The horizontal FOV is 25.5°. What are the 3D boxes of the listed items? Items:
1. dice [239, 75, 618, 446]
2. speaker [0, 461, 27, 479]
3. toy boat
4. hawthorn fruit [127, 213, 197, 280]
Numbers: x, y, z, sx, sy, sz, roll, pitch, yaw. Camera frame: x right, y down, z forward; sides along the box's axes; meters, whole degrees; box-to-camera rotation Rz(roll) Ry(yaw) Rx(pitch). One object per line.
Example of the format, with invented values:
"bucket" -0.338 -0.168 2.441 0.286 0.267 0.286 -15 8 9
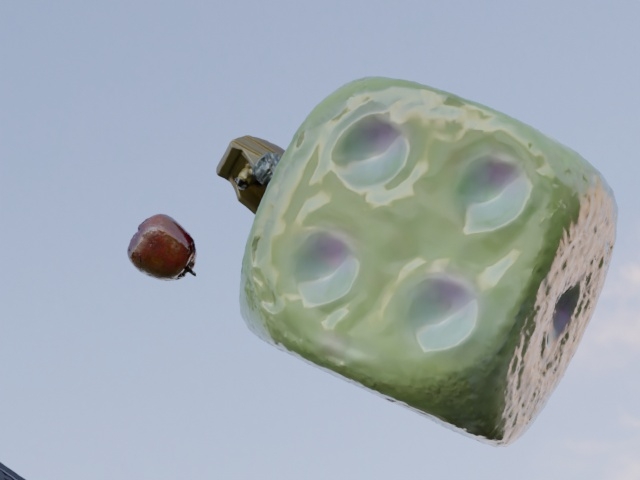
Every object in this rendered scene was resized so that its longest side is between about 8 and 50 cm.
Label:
"dice" 0.099 0.022 1.228 0.250 0.252 0.254 24 -7 24
"speaker" -0.369 0.368 1.166 0.180 0.184 0.388 35 -89 0
"toy boat" 0.000 0.000 1.651 0.310 0.115 0.089 41 -43 1
"hawthorn fruit" -0.174 0.009 1.559 0.077 0.077 0.077 -5 -43 -5
